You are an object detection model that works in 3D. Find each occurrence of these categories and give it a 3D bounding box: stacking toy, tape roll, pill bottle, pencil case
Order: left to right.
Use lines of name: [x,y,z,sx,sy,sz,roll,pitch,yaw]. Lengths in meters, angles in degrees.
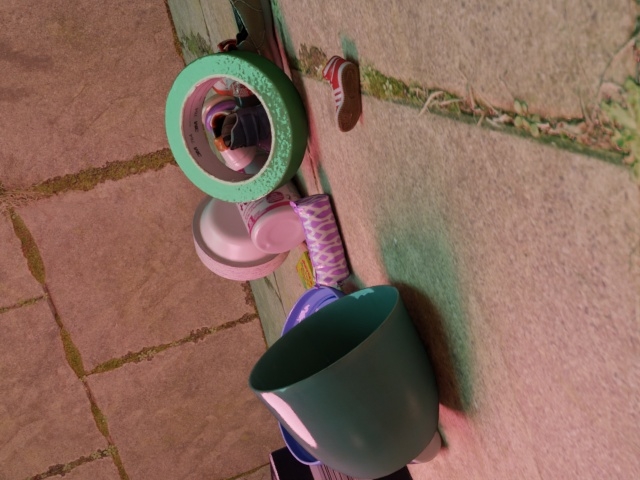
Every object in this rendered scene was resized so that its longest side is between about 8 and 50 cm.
tape roll: [-0.185,-0.244,1.429,0.077,0.321,0.321,-39,-62,-57]
stacking toy: [-0.241,-0.292,2.007,0.330,0.141,0.141,59,163,23]
pill bottle: [-0.142,-0.117,1.706,0.160,0.161,0.283,87,160,-50]
pencil case: [0.000,0.000,1.438,0.086,0.088,0.206,-160,53,-71]
pill bottle: [0.176,0.387,1.261,0.137,0.078,0.078,106,144,-69]

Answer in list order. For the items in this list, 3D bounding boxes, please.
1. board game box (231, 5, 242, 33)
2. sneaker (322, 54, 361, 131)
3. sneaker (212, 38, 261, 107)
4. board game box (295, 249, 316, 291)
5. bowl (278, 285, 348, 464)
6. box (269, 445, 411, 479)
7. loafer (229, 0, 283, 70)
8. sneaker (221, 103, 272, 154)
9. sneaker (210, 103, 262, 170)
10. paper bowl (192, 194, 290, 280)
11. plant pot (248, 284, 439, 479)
board game box: [-0.170,-0.493,1.602,0.126,0.026,0.186,-147,41,-70]
sneaker: [0.033,-0.238,1.058,0.067,0.042,0.118,-128,30,-46]
sneaker: [-0.215,-0.428,1.624,0.270,0.090,0.144,-134,29,-56]
board game box: [-0.022,0.087,1.757,0.181,0.043,0.092,120,130,-74]
bowl: [0.010,0.298,1.479,0.391,0.077,0.390,-30,55,57]
box: [0.041,0.629,1.687,0.395,0.294,0.211,94,155,-61]
loafer: [-0.145,-0.429,1.440,0.094,0.088,0.251,-129,24,-58]
sneaker: [-0.149,-0.233,1.576,0.226,0.164,0.086,84,161,-50]
sneaker: [-0.211,-0.309,1.685,0.123,0.106,0.290,51,-156,-33]
paper bowl: [-0.217,-0.041,1.852,0.148,0.284,0.284,100,149,-62]
plant pot: [0.063,0.254,1.118,0.235,0.293,0.293,59,170,-11]
